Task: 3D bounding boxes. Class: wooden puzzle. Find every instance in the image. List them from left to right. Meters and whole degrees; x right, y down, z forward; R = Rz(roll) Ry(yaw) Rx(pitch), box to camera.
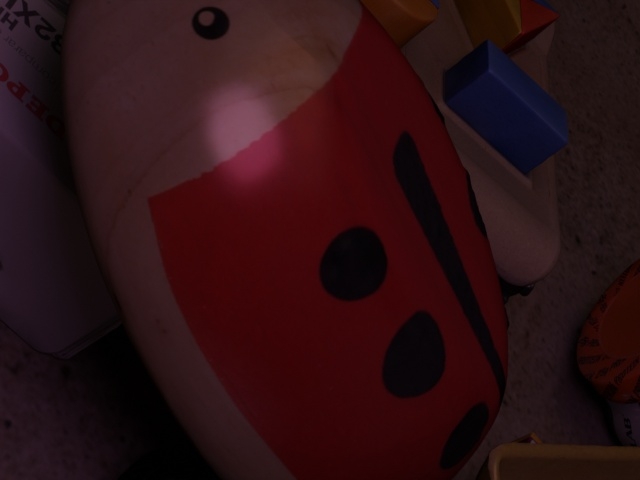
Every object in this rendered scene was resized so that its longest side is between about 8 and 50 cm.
[{"bbox_3d":[0.091,-0.177,1.430,0.322,0.080,0.348,40,35,-24],"label":"wooden puzzle"}]

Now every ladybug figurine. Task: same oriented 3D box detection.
[{"bbox_3d":[0.000,0.000,1.144,0.449,0.161,0.305,62,32,-32],"label":"ladybug figurine"}]

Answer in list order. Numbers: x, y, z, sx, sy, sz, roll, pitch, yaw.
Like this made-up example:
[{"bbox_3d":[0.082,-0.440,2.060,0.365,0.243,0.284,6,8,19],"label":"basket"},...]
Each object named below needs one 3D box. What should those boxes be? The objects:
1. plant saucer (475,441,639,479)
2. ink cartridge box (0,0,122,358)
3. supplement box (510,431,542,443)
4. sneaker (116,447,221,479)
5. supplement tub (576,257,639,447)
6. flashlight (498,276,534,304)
[{"bbox_3d":[0.226,0.327,1.381,0.332,0.081,0.333,8,70,-45],"label":"plant saucer"},{"bbox_3d":[-0.165,-0.108,1.248,0.223,0.129,0.307,45,39,-18],"label":"ink cartridge box"},{"bbox_3d":[0.161,0.204,1.460,0.055,0.043,0.083,51,38,-11],"label":"supplement box"},{"bbox_3d":[-0.118,0.192,1.138,0.283,0.107,0.124,14,42,-48],"label":"sneaker"},{"bbox_3d":[0.398,0.163,1.617,0.338,0.207,0.207,41,41,-20],"label":"supplement tub"},{"bbox_3d":[0.146,-0.096,1.605,0.103,0.103,0.304,29,45,-34],"label":"flashlight"}]
